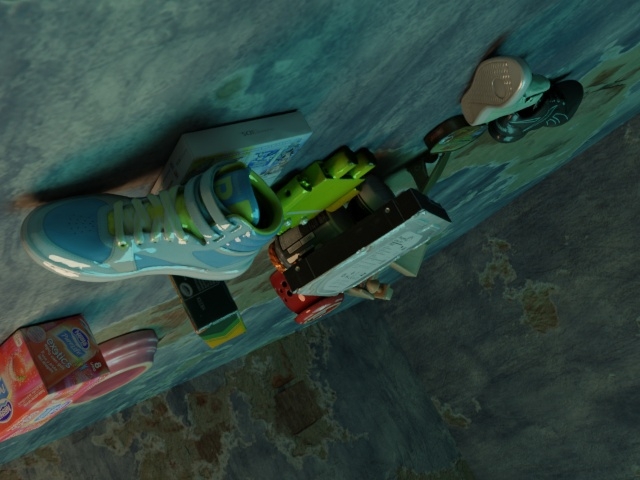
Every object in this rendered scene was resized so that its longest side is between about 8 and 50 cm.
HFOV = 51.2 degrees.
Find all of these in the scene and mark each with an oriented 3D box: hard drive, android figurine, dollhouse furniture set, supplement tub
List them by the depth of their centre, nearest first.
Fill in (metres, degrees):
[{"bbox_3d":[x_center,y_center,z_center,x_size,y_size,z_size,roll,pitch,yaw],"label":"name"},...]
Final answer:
[{"bbox_3d":[-0.017,-0.089,1.335,0.273,0.056,0.248,-37,167,26],"label":"android figurine"},{"bbox_3d":[0.110,0.017,1.476,0.339,0.064,0.237,-34,161,18],"label":"hard drive"},{"bbox_3d":[-0.022,-0.003,1.529,0.190,0.117,0.117,-35,167,27],"label":"supplement tub"},{"bbox_3d":[0.134,0.002,2.000,0.174,0.303,0.355,31,165,-30],"label":"dollhouse furniture set"}]

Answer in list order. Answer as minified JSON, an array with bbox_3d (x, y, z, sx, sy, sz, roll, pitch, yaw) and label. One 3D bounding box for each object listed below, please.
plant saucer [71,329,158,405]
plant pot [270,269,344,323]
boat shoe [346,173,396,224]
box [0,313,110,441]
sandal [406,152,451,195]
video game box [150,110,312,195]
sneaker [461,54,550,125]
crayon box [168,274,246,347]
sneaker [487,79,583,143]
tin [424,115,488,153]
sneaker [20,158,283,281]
[{"bbox_3d":[-0.585,0.355,1.805,0.332,0.084,0.332,-28,169,-6],"label":"plant saucer"},{"bbox_3d":[-0.030,0.143,2.007,0.191,0.174,0.191,-30,169,-6],"label":"plant pot"},{"bbox_3d":[0.123,-0.069,1.577,0.119,0.121,0.335,-36,169,10],"label":"boat shoe"},{"bbox_3d":[-0.590,0.289,1.361,0.300,0.142,0.154,-36,168,30],"label":"box"},{"bbox_3d":[0.236,-0.147,1.603,0.240,0.079,0.088,-64,164,-6],"label":"sandal"},{"bbox_3d":[-0.138,-0.107,0.985,0.205,0.048,0.187,-20,167,-38],"label":"video game box"},{"bbox_3d":[0.368,-0.299,1.243,0.151,0.094,0.256,-22,177,-7],"label":"sneaker"},{"bbox_3d":[-0.217,0.085,1.230,0.081,0.202,0.318,-27,168,-9],"label":"crayon box"},{"bbox_3d":[0.514,-0.310,1.539,0.267,0.101,0.106,-29,161,-18],"label":"sneaker"},{"bbox_3d":[0.305,-0.239,1.504,0.190,0.040,0.106,-14,157,-51],"label":"tin"},{"bbox_3d":[-0.193,-0.036,0.842,0.319,0.127,0.208,1,156,-35],"label":"sneaker"}]
